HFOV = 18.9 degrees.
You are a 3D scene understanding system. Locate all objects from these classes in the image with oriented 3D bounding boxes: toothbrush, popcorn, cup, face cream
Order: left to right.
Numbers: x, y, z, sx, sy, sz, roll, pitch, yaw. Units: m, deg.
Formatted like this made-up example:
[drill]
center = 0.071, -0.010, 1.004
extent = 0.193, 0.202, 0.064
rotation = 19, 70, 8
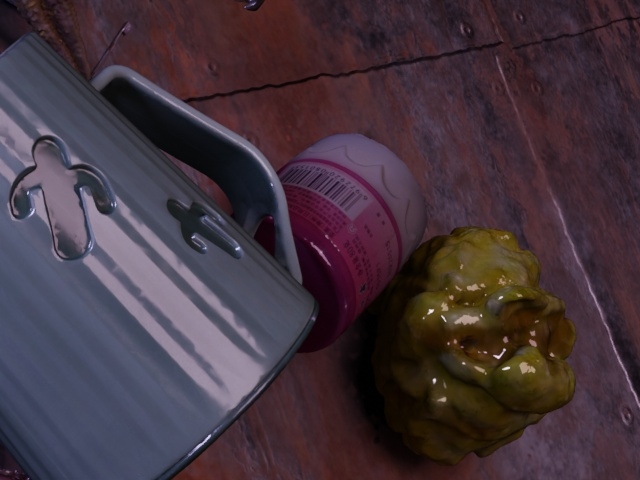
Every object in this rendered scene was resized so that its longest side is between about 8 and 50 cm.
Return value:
[cup]
center = -0.221, 0.023, 1.809
extent = 0.392, 0.310, 0.401
rotation = 49, 17, -9
[toothbrush]
center = -0.226, -0.204, 2.080
extent = 0.008, 0.006, 0.097
rotation = 47, 47, -22
[face cream]
center = 0.000, 0.000, 2.074
extent = 0.175, 0.175, 0.195
rotation = 55, 47, -9
[popcorn]
center = 0.163, 0.104, 2.133
extent = 0.235, 0.241, 0.250
rotation = 13, 53, -54

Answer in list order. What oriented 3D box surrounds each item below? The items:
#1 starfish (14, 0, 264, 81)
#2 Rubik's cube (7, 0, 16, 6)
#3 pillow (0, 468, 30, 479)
[starfish]
center = -0.275, -0.276, 1.821
extent = 0.384, 0.398, 0.132
rotation = 34, 36, -34
[Rubik's cube]
center = -0.293, -0.387, 1.960
extent = 0.205, 0.207, 0.205
rotation = 31, 54, -30
[pillow]
center = -0.359, 0.234, 1.698
extent = 0.185, 0.043, 0.118
rotation = 22, 77, -13
